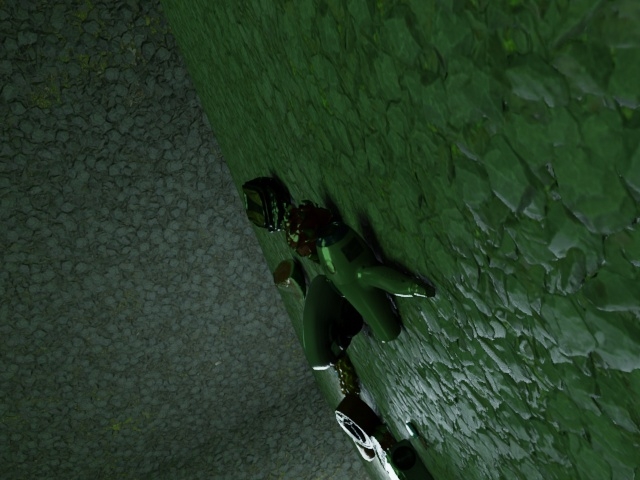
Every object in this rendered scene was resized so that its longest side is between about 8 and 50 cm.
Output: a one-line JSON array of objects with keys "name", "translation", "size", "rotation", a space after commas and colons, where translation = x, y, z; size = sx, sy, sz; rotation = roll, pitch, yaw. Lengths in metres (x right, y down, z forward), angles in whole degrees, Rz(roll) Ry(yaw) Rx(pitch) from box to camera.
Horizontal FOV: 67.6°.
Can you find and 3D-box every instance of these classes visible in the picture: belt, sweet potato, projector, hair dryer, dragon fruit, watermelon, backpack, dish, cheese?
[{"name": "belt", "translation": [0.154, 0.728, 1.932], "size": [0.184, 0.105, 0.261], "rotation": [14, 143, 44]}, {"name": "sweet potato", "translation": [0.180, 0.845, 2.205], "size": [0.109, 0.109, 0.385], "rotation": [-156, 47, -72]}, {"name": "projector", "translation": [0.306, 0.794, 1.534], "size": [0.256, 0.099, 0.192], "rotation": [55, 164, 38]}, {"name": "hair dryer", "translation": [0.127, 0.122, 0.974], "size": [0.298, 0.119, 0.295], "rotation": [35, 157, 43]}, {"name": "dragon fruit", "translation": [0.002, -0.001, 1.177], "size": [0.236, 0.135, 0.137], "rotation": [46, 175, -19]}, {"name": "watermelon", "translation": [-0.110, 0.169, 2.102], "size": [0.146, 0.128, 0.231], "rotation": [40, -168, -21]}, {"name": "backpack", "translation": [-0.173, -0.125, 1.680], "size": [0.258, 0.133, 0.206], "rotation": [30, 136, 60]}, {"name": "dish", "translation": [0.056, 0.236, 1.376], "size": [0.273, 0.134, 0.273], "rotation": [0, -90, -70]}, {"name": "cheese", "translation": [0.276, 0.562, 1.383], "size": [0.047, 0.017, 0.111], "rotation": [67, 169, -25]}]

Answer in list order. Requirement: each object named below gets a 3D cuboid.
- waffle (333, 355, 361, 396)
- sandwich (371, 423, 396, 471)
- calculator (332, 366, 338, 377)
[{"name": "waffle", "translation": [0.087, 0.534, 2.042], "size": [0.292, 0.069, 0.259], "rotation": [61, 164, 15]}, {"name": "sandwich", "translation": [0.264, 0.822, 1.823], "size": [0.159, 0.079, 0.235], "rotation": [50, 161, 51]}, {"name": "calculator", "translation": [0.088, 0.609, 2.252], "size": [0.121, 0.039, 0.210], "rotation": [69, 168, -14]}]
